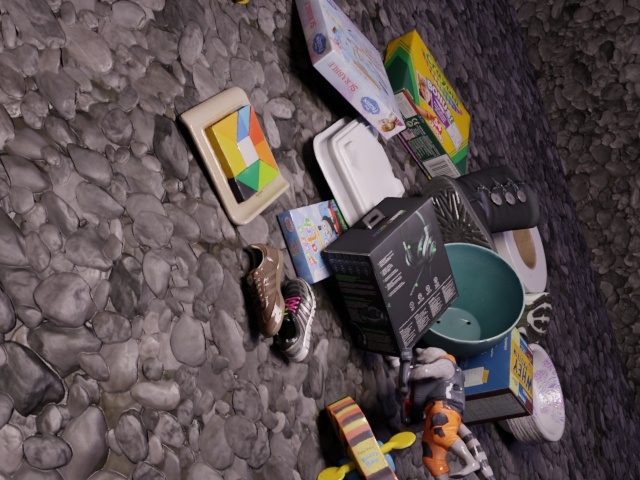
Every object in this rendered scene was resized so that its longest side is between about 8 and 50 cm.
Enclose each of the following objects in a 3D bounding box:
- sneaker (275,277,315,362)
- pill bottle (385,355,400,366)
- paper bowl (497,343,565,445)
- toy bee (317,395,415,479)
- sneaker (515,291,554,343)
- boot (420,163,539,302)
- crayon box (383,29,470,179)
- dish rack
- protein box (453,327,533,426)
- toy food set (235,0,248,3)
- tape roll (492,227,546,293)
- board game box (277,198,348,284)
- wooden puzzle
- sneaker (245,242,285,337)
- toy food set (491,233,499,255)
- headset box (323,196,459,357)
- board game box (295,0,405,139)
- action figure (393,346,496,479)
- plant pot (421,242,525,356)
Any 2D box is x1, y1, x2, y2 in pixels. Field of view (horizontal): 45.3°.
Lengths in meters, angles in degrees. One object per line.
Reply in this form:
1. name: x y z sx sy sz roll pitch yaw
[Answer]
1. sneaker: -0.055 0.145 1.479 0.075 0.063 0.170 38 49 -50
2. pill bottle: 0.166 0.250 1.785 0.043 0.043 0.083 -18 90 -58
3. paper bowl: 0.591 0.452 2.236 0.284 0.148 0.284 32 49 -47
4. toy bee: 0.113 0.438 1.462 0.298 0.162 0.195 46 74 -2
5. sneaker: 0.544 0.198 2.255 0.410 0.182 0.158 15 94 -45
6. boot: 0.499 -0.033 2.202 0.445 0.146 0.367 -10 78 -53
7. crayon box: 0.317 -0.392 2.295 0.363 0.106 0.313 49 38 -31
8. dish rack: 0.110 -0.160 1.856 0.285 0.072 0.333 63 25 -11
9. protein box: 0.430 0.350 1.989 0.136 0.201 0.199 49 38 -32
10. toy food set: -0.169 -0.622 1.693 0.071 0.128 0.217 15 57 -6
11. tape roll: 0.684 0.013 2.684 0.392 0.072 0.392 32 49 -46
12. board game box: 0.000 0.000 1.664 0.211 0.039 0.160 -19 90 -58
13. wooden puzzle: -0.157 -0.173 1.508 0.238 0.044 0.221 62 33 -14
14. sneaker: -0.113 0.092 1.437 0.071 0.066 0.188 22 49 -31
15. toy food set: 0.412 -0.016 2.281 0.306 0.092 0.219 -15 86 -50
16. headset box: 0.160 0.066 1.681 0.246 0.131 0.283 -41 122 -37
17. board game box: 0.071 -0.454 1.915 0.319 0.066 0.318 38 30 -42
18. action figure: 0.251 0.378 1.597 0.341 0.179 0.330 80 4 -53
19. plant pot: 0.348 0.179 1.931 0.195 0.290 0.290 91 7 -52
